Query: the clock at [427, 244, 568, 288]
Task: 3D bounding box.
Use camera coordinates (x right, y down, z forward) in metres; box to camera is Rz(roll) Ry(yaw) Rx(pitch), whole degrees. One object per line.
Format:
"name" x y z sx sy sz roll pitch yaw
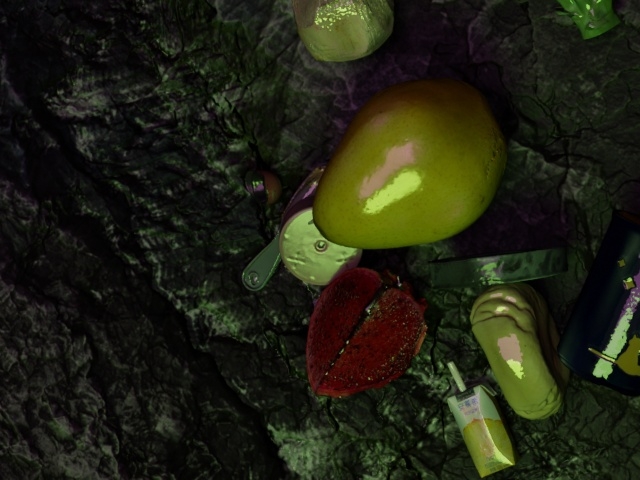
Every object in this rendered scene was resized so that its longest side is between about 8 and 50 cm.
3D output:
"clock" 0.288 0.042 1.872 0.226 0.226 0.049 -8 89 23

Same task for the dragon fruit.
"dragon fruit" 0.079 0.141 1.999 0.189 0.163 0.261 44 118 23

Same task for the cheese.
"cheese" 0.325 0.178 1.869 0.117 0.214 0.226 -24 75 17

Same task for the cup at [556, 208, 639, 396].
"cup" 0.525 0.117 1.800 0.255 0.178 0.256 25 103 22

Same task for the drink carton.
"drink carton" 0.266 0.295 1.967 0.084 0.074 0.200 -26 80 21

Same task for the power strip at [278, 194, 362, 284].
"power strip" 0.000 0.000 2.045 0.154 0.078 0.154 1 111 2

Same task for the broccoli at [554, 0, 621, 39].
"broccoli" 0.392 -0.444 1.836 0.269 0.254 0.269 11 124 17

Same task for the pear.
"pear" 0.137 -0.123 1.890 0.336 0.285 0.284 -14 84 -18

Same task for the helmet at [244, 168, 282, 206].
"helmet" -0.099 -0.102 2.128 0.084 0.049 0.065 46 143 42

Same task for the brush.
"brush" -0.057 -0.025 2.106 0.068 0.060 0.297 40 105 15

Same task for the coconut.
"coconut" 0.040 -0.396 1.999 0.194 0.194 0.194 0 91 23
